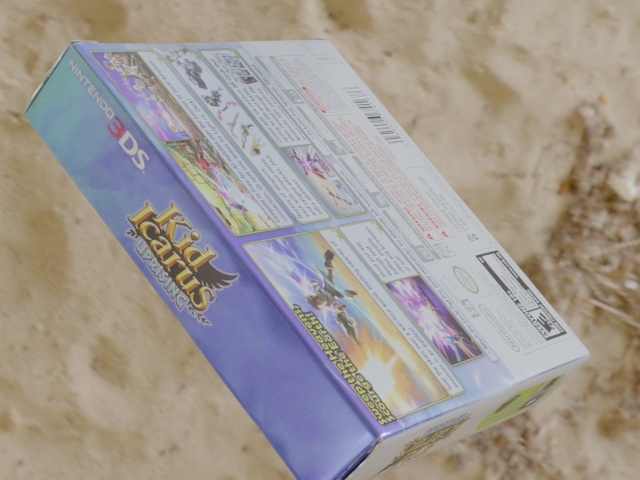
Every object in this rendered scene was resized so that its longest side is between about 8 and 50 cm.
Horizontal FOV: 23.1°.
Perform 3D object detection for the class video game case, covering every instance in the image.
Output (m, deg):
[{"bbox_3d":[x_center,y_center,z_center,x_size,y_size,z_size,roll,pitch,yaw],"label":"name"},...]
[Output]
[{"bbox_3d":[0.000,0.000,0.883,0.061,0.269,0.244,-48,160,28],"label":"video game case"}]
